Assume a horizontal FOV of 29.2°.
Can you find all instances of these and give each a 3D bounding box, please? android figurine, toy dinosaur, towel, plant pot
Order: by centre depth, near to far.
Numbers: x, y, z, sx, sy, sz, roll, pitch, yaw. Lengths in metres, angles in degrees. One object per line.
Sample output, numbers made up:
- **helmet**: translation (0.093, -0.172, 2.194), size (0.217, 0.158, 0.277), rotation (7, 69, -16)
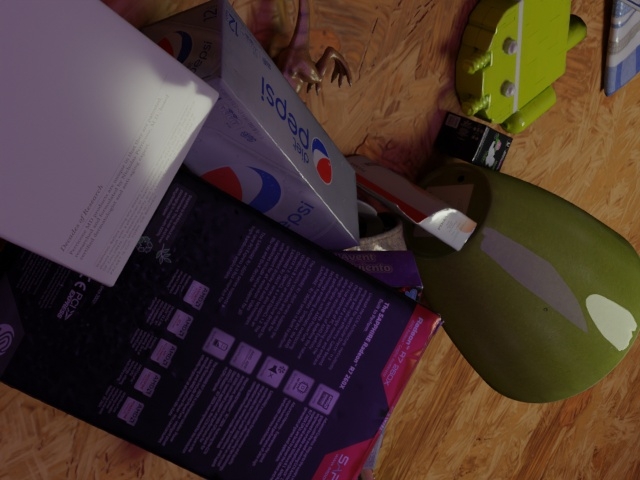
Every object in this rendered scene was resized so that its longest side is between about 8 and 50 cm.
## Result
- **toy dinosaur**: translation (-0.022, -0.180, 1.224), size (0.112, 0.064, 0.212), rotation (-3, 115, -53)
- **android figurine**: translation (0.261, -0.254, 1.579), size (0.273, 0.056, 0.248), rotation (-38, 140, -37)
- **plant pot**: translation (0.235, 0.031, 1.593), size (0.293, 0.274, 0.275), rotation (37, 82, -42)
- **towel**: translation (0.497, -0.374, 1.828), size (0.209, 0.034, 0.285), rotation (-41, 146, -30)

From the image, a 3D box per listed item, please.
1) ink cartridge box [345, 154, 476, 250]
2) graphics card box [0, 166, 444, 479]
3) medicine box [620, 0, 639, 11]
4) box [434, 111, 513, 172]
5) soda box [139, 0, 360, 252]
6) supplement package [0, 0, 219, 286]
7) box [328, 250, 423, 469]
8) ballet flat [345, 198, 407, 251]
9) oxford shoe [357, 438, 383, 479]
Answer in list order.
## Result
- **ink cartridge box**: translation (0.080, -0.060, 1.378), size (0.045, 0.145, 0.179), rotation (-56, 147, 0)
- **graphics card box**: translation (-0.104, 0.078, 1.083), size (0.371, 0.094, 0.233), rotation (29, 88, -21)
- **medicine box**: translation (0.390, -0.433, 1.442), size (0.263, 0.149, 0.289), rotation (-42, 156, 25)
- **box**: translation (0.197, -0.125, 1.572), size (0.083, 0.062, 0.052), rotation (15, 99, -57)
- **soda box**: translation (-0.061, -0.090, 1.146), size (0.286, 0.091, 0.098), rotation (49, 32, -50)
- **supplement package**: translation (-0.243, -0.114, 0.851), size (0.175, 0.177, 0.293), rotation (-61, 148, -3)
- **box**: translation (-0.021, 0.133, 1.282), size (0.200, 0.057, 0.293), rotation (0, 132, -12)
- **ballet flat**: translation (0.000, 0.000, 1.373), size (0.316, 0.107, 0.106), rotation (0, 93, -60)
- **oxford shoe**: translation (-0.009, 0.280, 1.555), size (0.146, 0.140, 0.397), rotation (-14, 136, -12)
